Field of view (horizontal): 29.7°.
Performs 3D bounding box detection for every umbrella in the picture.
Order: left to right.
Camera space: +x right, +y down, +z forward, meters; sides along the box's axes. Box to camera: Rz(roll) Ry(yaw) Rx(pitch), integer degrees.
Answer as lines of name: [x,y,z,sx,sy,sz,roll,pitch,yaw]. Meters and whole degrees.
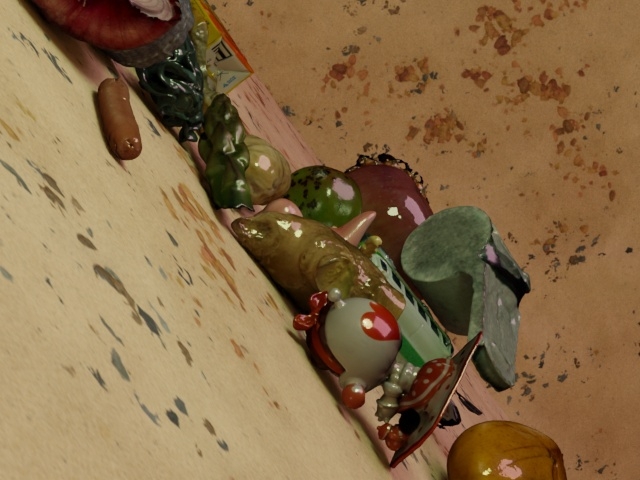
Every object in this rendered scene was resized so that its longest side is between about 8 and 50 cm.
umbrella: [-0.236,-0.280,1.863,0.349,0.094,0.143,-108,-174,-54]

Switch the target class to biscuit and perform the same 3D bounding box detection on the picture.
biscuit: [-0.195,-0.268,2.006,0.183,0.039,0.174,-118,-151,-42]

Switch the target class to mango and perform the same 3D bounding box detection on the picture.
mango: [0.299,0.395,1.958,0.199,0.201,0.350,16,-5,30]

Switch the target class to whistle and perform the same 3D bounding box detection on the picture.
whistle: [0.290,0.091,2.179,0.168,0.188,0.405,53,2,-35]

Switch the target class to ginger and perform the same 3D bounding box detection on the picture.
ginger: [-0.011,0.033,1.754,0.270,0.123,0.219,45,-9,-18]

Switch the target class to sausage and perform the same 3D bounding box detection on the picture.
sausage: [-0.236,-0.149,1.411,0.043,0.043,0.186,50,7,-33]

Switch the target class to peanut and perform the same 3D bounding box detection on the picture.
peanut: [-0.101,-0.110,1.936,0.263,0.101,0.117,5,67,-82]

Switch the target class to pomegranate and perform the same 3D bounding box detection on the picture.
pomegranate: [-0.001,-0.040,2.185,0.159,0.159,0.205,38,42,-69]

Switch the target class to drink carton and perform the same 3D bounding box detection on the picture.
drink carton: [-0.274,-0.451,2.438,0.351,0.111,0.154,57,6,34]

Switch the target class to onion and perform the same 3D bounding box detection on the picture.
onion: [-0.288,-0.334,1.540,0.227,0.120,0.283,39,24,-14]

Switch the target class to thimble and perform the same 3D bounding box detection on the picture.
thimble: [-0.257,-0.318,1.673,0.150,0.150,0.098,58,9,32]

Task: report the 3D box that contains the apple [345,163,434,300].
apple: [0.124,0.000,2.427,0.306,0.235,0.306,55,8,-12]

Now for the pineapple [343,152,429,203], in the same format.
pineapple: [0.091,-0.045,2.694,0.262,0.262,0.271,55,29,2]

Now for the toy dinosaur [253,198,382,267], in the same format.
toy dinosaur: [0.001,-0.003,1.926,0.152,0.194,0.177,-89,165,-66]

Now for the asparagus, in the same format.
asparagus: [-0.140,-0.123,1.766,0.080,0.080,0.287,49,23,-42]

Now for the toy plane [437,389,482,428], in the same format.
toy plane: [0.202,0.282,2.232,0.197,0.078,0.053,41,3,23]

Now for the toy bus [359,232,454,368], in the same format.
toy bus: [0.121,0.143,2.101,0.276,0.133,0.165,50,7,-22]

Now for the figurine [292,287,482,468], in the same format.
figurine: [0.065,0.154,1.618,0.226,0.183,0.160,34,-35,-1]
